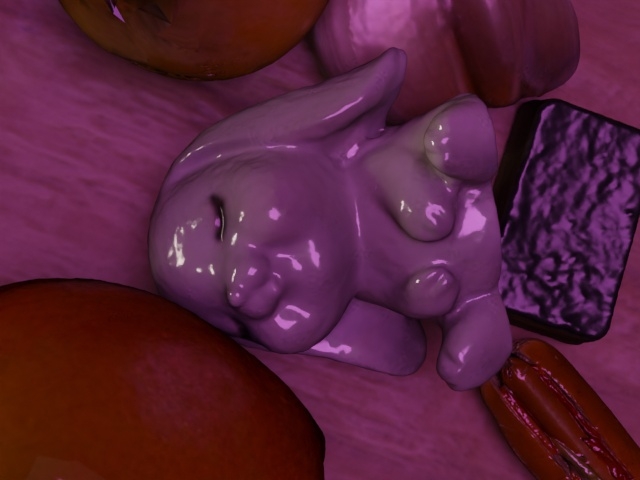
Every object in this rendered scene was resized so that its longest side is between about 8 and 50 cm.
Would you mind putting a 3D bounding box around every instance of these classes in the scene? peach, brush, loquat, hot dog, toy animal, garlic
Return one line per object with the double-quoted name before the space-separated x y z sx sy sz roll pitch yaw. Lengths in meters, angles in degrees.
"peach" -0.153 0.177 0.829 0.332 0.308 0.307 -4 89 -22
"brush" 0.209 -0.017 1.021 0.123 0.059 0.197 18 85 -9
"loquat" -0.093 -0.231 0.881 0.235 0.235 0.235 0 88 -12
"hot dog" 0.229 0.185 1.018 0.092 0.062 0.235 -45 98 -13
"toy animal" 0.000 0.000 0.921 0.265 0.206 0.271 -10 113 -1
"garlic" 0.094 -0.199 0.981 0.217 0.110 0.228 -28 94 -8
